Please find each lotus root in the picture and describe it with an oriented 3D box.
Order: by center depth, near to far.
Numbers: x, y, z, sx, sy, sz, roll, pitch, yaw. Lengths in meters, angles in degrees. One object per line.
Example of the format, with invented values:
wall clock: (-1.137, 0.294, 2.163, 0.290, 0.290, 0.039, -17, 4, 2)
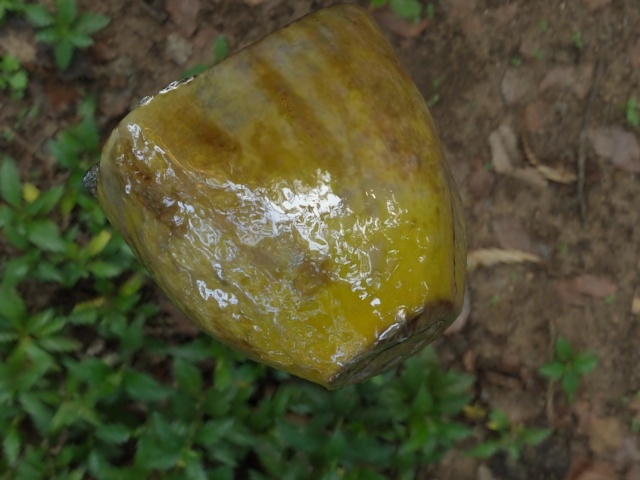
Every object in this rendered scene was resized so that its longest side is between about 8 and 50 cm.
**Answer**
lotus root: (-0.001, 0.000, 0.794, 0.188, 0.180, 0.199, -33, 157, -2)
